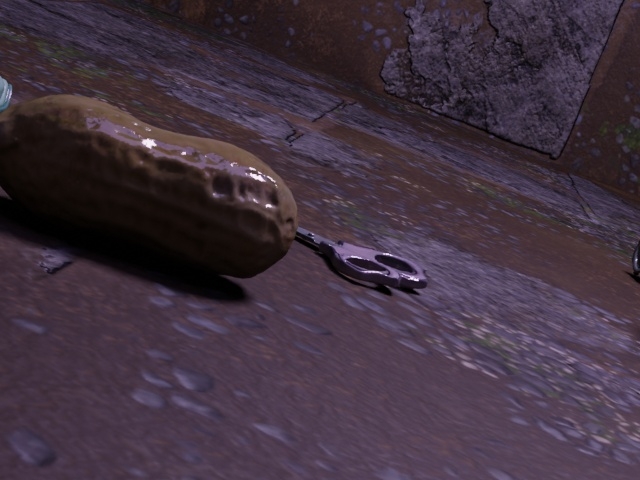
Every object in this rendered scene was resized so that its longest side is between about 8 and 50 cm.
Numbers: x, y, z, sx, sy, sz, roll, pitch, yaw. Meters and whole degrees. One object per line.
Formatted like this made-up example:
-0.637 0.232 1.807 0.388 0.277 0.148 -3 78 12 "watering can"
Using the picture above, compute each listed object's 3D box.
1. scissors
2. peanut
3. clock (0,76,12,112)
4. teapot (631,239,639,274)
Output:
0.000 0.000 1.112 0.189 0.015 0.100 26 14 29 "scissors"
-0.118 -0.039 0.873 0.214 0.090 0.098 20 23 -13 "peanut"
-0.301 -0.110 0.955 0.188 0.060 0.148 29 12 33 "clock"
0.495 0.052 1.660 0.200 0.077 0.107 20 30 -7 "teapot"
